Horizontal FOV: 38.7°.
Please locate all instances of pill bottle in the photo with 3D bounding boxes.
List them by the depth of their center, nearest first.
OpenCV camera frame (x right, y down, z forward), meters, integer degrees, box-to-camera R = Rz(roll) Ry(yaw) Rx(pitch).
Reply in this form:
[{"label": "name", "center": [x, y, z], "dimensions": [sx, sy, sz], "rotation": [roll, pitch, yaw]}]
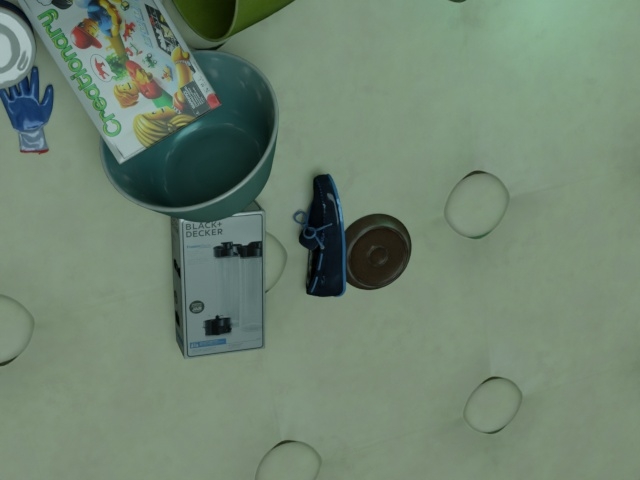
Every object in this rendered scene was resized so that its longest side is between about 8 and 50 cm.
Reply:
[{"label": "pill bottle", "center": [-0.511, -0.315, 1.428], "dimensions": [0.124, 0.221, 0.124], "rotation": [-6, 111, -16]}]

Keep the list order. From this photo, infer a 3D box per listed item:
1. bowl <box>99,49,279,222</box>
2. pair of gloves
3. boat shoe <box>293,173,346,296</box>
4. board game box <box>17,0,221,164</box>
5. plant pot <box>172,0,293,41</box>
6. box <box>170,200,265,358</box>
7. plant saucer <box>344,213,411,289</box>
[{"label": "bowl", "center": [-0.204, -0.156, 1.577], "dimensions": [0.311, 0.311, 0.163], "rotation": [-35, 153, -4]}, {"label": "pair of gloves", "center": [-0.556, -0.218, 1.559], "dimensions": [0.198, 0.023, 0.159], "rotation": [-7, 111, -17]}, {"label": "boat shoe", "center": [0.000, 0.000, 1.782], "dimensions": [0.089, 0.109, 0.258], "rotation": [-8, 108, -8]}, {"label": "board game box", "center": [-0.318, -0.300, 1.455], "dimensions": [0.193, 0.053, 0.305], "rotation": [-32, 101, -3]}, {"label": "plant pot", "center": [-0.087, -0.503, 1.507], "dimensions": [0.293, 0.274, 0.275], "rotation": [-25, 116, -27]}, {"label": "box", "center": [-0.196, 0.072, 1.750], "dimensions": [0.169, 0.087, 0.290], "rotation": [-4, 110, -18]}, {"label": "plant saucer", "center": [0.115, 0.028, 1.874], "dimensions": [0.168, 0.029, 0.168], "rotation": [-6, 110, -17]}]
